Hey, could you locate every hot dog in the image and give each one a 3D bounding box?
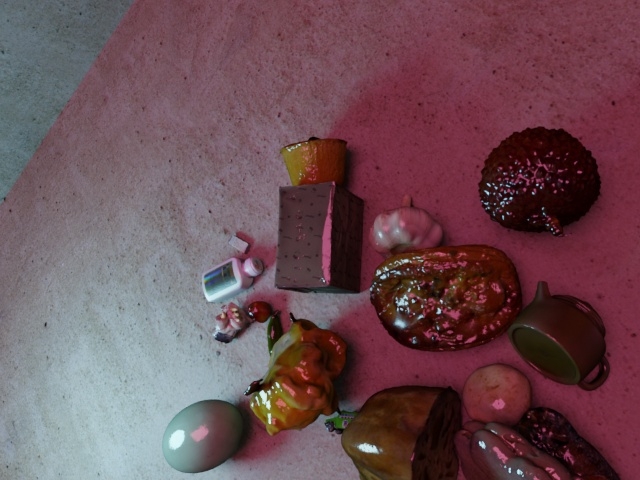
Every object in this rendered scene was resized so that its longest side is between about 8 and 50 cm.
[{"bbox_3d":[0.303,0.140,1.253,0.387,0.174,0.267,-11,96,28],"label":"hot dog"}]

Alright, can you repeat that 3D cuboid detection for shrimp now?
[{"bbox_3d":[0.562,0.528,1.061,0.137,0.172,0.372,-29,79,-9],"label":"shrimp"}]

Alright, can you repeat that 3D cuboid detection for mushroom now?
[{"bbox_3d":[0.419,0.372,1.162,0.166,0.166,0.127,-35,102,18],"label":"mushroom"}]

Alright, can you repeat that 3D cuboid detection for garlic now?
[{"bbox_3d":[0.239,-0.055,1.359,0.199,0.199,0.226,-11,48,27],"label":"garlic"}]

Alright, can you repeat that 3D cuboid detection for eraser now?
[{"bbox_3d":[-0.282,0.013,1.707,0.083,0.019,0.038,28,95,31],"label":"eraser"}]

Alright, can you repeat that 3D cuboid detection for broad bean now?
[{"bbox_3d":[-0.130,0.344,1.531,0.065,0.046,0.254,-20,68,10],"label":"broad bean"}]

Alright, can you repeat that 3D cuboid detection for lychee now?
[{"bbox_3d":[0.509,-0.133,1.152,0.264,0.264,0.300,-23,48,23],"label":"lychee"}]

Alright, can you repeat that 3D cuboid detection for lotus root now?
[{"bbox_3d":[0.214,0.501,1.205,0.250,0.316,0.316,-3,77,44],"label":"lotus root"}]

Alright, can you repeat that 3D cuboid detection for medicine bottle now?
[{"bbox_3d":[-0.297,0.123,1.657,0.219,0.078,0.115,-26,66,22],"label":"medicine bottle"}]

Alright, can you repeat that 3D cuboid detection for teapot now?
[{"bbox_3d":[0.561,0.213,1.110,0.175,0.185,0.268,-39,92,-16],"label":"teapot"}]

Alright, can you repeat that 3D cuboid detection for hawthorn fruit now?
[{"bbox_3d":[-0.197,0.229,1.577,0.077,0.077,0.077,-7,75,28],"label":"hawthorn fruit"}]

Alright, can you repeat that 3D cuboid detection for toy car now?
[{"bbox_3d":[0.093,0.506,1.358,0.165,0.071,0.062,-6,61,28],"label":"toy car"}]

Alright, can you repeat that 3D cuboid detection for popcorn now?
[{"bbox_3d":[-0.047,0.383,1.339,0.281,0.297,0.316,42,81,-10],"label":"popcorn"}]

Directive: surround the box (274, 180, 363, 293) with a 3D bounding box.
[{"bbox_3d":[0.000,0.000,1.433,0.190,0.225,0.297,-4,78,26],"label":"box"}]

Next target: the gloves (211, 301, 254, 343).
[{"bbox_3d":[-0.299,0.269,1.615,0.144,0.110,0.094,-40,21,15],"label":"gloves"}]

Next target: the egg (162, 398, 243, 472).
[{"bbox_3d":[-0.362,0.602,1.511,0.282,0.203,0.203,-35,64,17],"label":"egg"}]

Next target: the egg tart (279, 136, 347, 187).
[{"bbox_3d":[-0.015,-0.233,1.518,0.215,0.215,0.171,-5,91,28],"label":"egg tart"}]

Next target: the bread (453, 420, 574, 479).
[{"bbox_3d":[0.387,0.475,1.054,0.102,0.337,0.183,-32,79,-20],"label":"bread"}]
